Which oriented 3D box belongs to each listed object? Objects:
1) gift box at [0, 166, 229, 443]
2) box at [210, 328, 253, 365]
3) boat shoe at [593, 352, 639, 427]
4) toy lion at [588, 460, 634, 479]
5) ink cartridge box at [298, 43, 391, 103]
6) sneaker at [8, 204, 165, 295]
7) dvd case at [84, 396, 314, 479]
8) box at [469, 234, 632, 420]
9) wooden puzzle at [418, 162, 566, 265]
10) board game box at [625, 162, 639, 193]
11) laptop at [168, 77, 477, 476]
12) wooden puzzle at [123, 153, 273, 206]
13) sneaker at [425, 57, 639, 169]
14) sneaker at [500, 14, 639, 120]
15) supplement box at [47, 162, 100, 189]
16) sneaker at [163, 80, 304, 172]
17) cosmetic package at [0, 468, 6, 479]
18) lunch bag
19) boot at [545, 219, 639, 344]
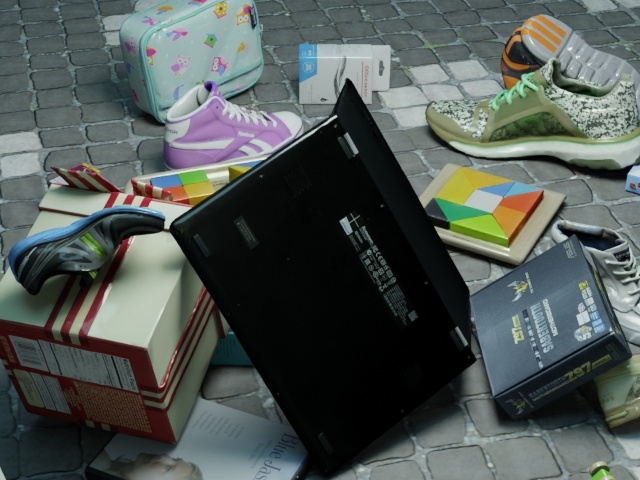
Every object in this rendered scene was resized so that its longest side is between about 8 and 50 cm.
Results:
[{"bbox_3d":[-0.275,0.071,1.544,0.276,0.255,0.258,14,52,11],"label":"gift box"},{"bbox_3d":[-0.177,0.123,1.718,0.244,0.060,0.100,1,34,2],"label":"box"},{"bbox_3d":[0.506,0.189,1.611,0.285,0.104,0.089,-8,72,-4],"label":"boat shoe"},{"bbox_3d":[0.325,0.313,1.429,0.100,0.096,0.034,31,21,-30],"label":"toy lion"},{"bbox_3d":[0.047,-0.324,2.344,0.180,0.104,0.060,0,34,0],"label":"ink cartridge box"},{"bbox_3d":[-0.269,0.012,1.414,0.188,0.067,0.078,-22,80,-9],"label":"sneaker"},{"bbox_3d":[-0.145,0.276,1.526,0.253,0.022,0.180,14,36,20],"label":"dvd case"},{"bbox_3d":[0.309,0.116,1.655,0.183,0.059,0.232,-33,29,19],"label":"box"},{"bbox_3d":[0.269,-0.055,2.002,0.221,0.044,0.239,17,37,24],"label":"wooden puzzle"},{"bbox_3d":[0.658,-0.109,2.090,0.211,0.039,0.160,17,38,25],"label":"board game box"},{"bbox_3d":[0.026,0.030,1.631,0.408,0.382,0.236,-35,14,-19],"label":"laptop"},{"bbox_3d":[-0.133,-0.044,1.949,0.322,0.080,0.348,-10,36,-16],"label":"wooden puzzle"},{"bbox_3d":[0.388,-0.250,2.158,0.410,0.182,0.158,7,32,21],"label":"sneaker"},{"bbox_3d":[0.481,-0.284,2.277,0.321,0.180,0.124,41,64,0],"label":"sneaker"},{"bbox_3d":[-0.414,-0.087,2.033,0.043,0.055,0.083,26,42,32],"label":"supplement box"},{"bbox_3d":[-0.147,-0.214,2.133,0.282,0.161,0.102,-22,38,-31],"label":"sneaker"},{"bbox_3d":[-0.328,0.390,1.236,0.113,0.160,0.309,-18,37,-23],"label":"cosmetic package"},{"bbox_3d":[-0.234,-0.357,2.294,0.279,0.224,0.108,-29,40,-28],"label":"lunch bag"},{"bbox_3d":[0.439,0.060,1.760,0.258,0.123,0.095,24,41,30],"label":"boot"}]
